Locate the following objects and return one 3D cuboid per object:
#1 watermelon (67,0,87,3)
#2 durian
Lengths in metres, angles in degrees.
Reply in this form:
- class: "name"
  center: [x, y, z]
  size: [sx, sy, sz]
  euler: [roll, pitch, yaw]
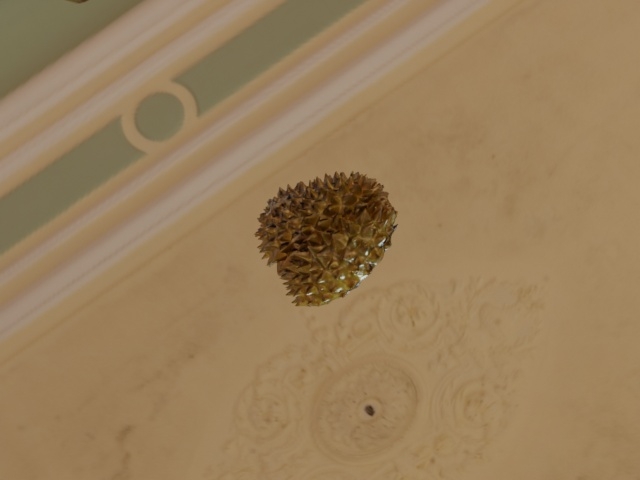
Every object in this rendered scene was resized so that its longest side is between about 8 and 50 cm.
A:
- class: "watermelon"
  center: [-0.374, -0.397, 1.333]
  size: [0.087, 0.163, 0.069]
  euler: [-41, -65, -30]
- class: "durian"
  center: [-0.004, -0.012, 1.215]
  size: [0.138, 0.249, 0.183]
  euler: [51, -130, -21]
